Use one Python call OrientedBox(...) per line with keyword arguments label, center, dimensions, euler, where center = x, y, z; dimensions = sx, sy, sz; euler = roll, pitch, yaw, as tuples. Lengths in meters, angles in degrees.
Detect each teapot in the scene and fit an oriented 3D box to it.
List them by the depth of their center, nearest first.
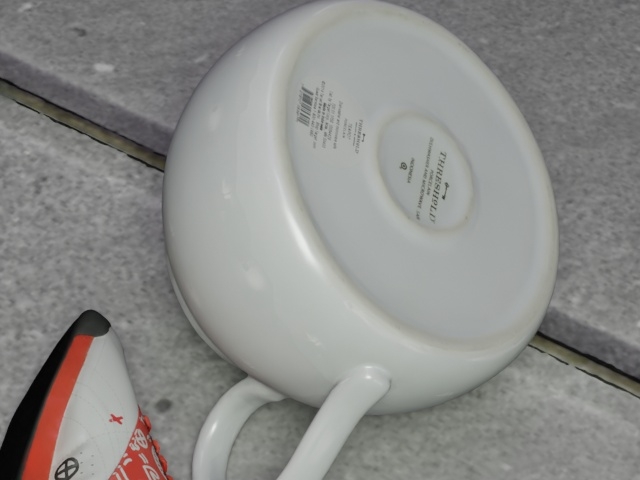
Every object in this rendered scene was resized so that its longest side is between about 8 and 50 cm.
OrientedBox(label="teapot", center=(0.000, 0.000, 0.989), dimensions=(0.256, 0.187, 0.252), euler=(-25, 87, -46))

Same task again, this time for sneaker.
OrientedBox(label="sneaker", center=(-0.101, 0.155, 0.910), dimensions=(0.145, 0.090, 0.270), euler=(27, 29, -14))
